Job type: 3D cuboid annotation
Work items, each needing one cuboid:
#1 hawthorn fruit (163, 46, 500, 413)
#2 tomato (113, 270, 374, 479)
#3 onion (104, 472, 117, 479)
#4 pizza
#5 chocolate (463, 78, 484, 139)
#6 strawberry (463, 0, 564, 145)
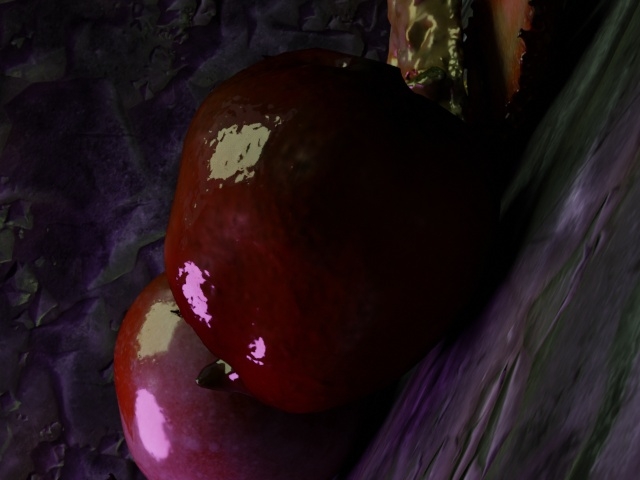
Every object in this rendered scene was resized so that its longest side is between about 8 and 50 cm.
[{"bbox_3d":[0.012,-0.008,1.167,0.295,0.295,0.311,-126,38,-88],"label":"hawthorn fruit"},{"bbox_3d":[-0.066,0.138,1.369,0.227,0.270,0.270,-11,43,46],"label":"tomato"},{"bbox_3d":[-0.184,0.396,1.539,0.207,0.216,0.206,29,-95,-58],"label":"onion"},{"bbox_3d":[0.100,-0.143,1.470,0.392,0.080,0.435,-90,2,-59],"label":"pizza"},{"bbox_3d":[0.171,-0.141,1.699,0.219,0.085,0.086,-55,7,45],"label":"chocolate"},{"bbox_3d":[0.203,-0.190,1.338,0.208,0.087,0.167,125,147,-65],"label":"strawberry"}]
